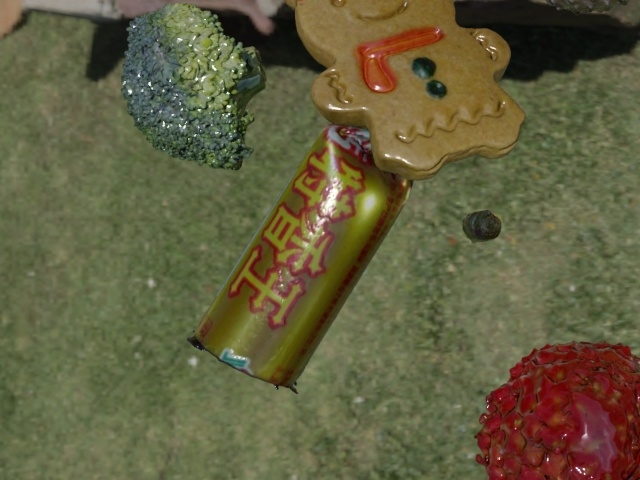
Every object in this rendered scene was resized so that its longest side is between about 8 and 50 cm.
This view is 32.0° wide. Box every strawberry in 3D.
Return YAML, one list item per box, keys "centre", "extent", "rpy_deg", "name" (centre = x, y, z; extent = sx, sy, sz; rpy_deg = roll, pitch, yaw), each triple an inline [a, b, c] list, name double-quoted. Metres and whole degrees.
- centre: [0.280, 0.201, 1.120]
  extent: [0.234, 0.178, 0.234]
  rpy_deg: [-1, 81, 3]
  name: "strawberry"

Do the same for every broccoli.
- centre: [-0.155, -0.190, 1.351]
  extent: [0.176, 0.226, 0.198]
  rpy_deg: [3, 120, 9]
  name: "broccoli"

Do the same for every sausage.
- centre: [0.002, 0.001, 1.122]
  extent: [0.125, 0.117, 0.317]
  rpy_deg: [32, 102, -2]
  name: "sausage"

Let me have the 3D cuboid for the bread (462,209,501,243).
- centre: [0.289, -0.025, 2.009]
  extent: [0.066, 0.110, 0.060]
  rpy_deg: [23, 88, 1]
  name: "bread"

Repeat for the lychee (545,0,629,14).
- centre: [0.376, -0.459, 1.508]
  extent: [0.300, 0.300, 0.300]
  rpy_deg: [0, 90, 46]
  name: "lychee"

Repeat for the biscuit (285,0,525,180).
- centre: [0.061, -0.147, 0.860]
  extent: [0.036, 0.166, 0.225]
  rpy_deg: [100, 149, -58]
  name: "biscuit"
